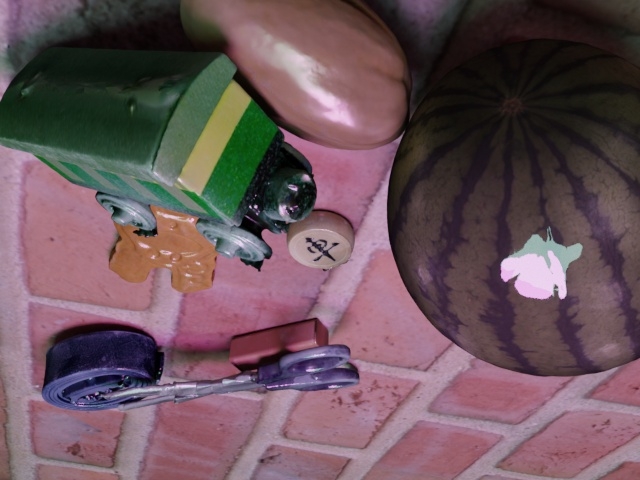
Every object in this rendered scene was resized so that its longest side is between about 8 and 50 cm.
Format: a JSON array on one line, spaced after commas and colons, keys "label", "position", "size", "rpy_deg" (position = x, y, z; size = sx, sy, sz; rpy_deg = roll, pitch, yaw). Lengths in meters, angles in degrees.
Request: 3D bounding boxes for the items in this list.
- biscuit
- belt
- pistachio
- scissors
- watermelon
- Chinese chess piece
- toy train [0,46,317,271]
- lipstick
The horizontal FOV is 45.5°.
[{"label": "biscuit", "position": [-0.183, -0.007, 0.939], "size": [0.143, 0.040, 0.236], "rpy_deg": [8, 145, -14]}, {"label": "belt", "position": [-0.333, 0.198, 1.172], "size": [0.190, 0.082, 0.141], "rpy_deg": [-19, 144, 20]}, {"label": "pistachio", "position": [-0.013, -0.157, 0.651], "size": [0.225, 0.136, 0.136], "rpy_deg": [29, 136, -20]}, {"label": "scissors", "position": [-0.133, 0.216, 1.141], "size": [0.383, 0.029, 0.256], "rpy_deg": [-11, 159, 5]}, {"label": "watermelon", "position": [0.206, -0.015, 0.693], "size": [0.278, 0.279, 0.359], "rpy_deg": [-15, 152, 23]}, {"label": "Chinese chess piece", "position": [0.000, 0.000, 0.928], "size": [0.084, 0.034, 0.084], "rpy_deg": [3, 141, 2]}, {"label": "toy train", "position": [-0.149, -0.081, 0.701], "size": [0.300, 0.120, 0.202], "rpy_deg": [14, 160, 40]}, {"label": "lipstick", "position": [-0.062, 0.156, 1.128], "size": [0.145, 0.045, 0.045], "rpy_deg": [-15, 137, 21]}]
